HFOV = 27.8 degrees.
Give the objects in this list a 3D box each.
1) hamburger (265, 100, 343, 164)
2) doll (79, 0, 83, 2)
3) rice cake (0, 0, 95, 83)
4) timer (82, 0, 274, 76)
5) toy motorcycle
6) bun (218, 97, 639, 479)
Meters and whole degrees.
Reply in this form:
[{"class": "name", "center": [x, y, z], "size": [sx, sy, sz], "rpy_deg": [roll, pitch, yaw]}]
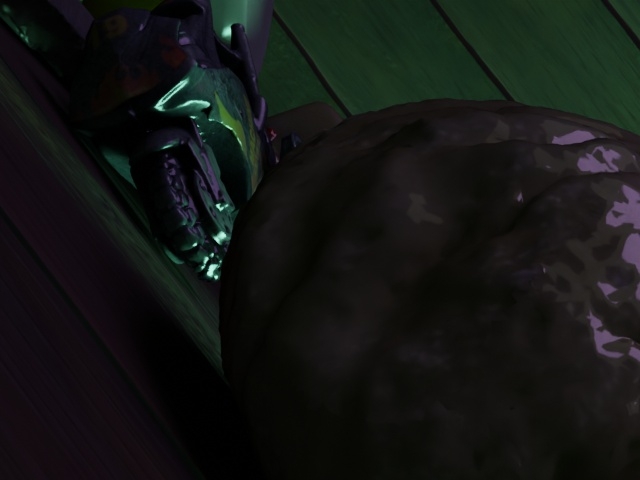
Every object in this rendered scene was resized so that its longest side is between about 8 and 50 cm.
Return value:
[{"class": "hamburger", "center": [0.000, 0.000, 1.324], "size": [0.302, 0.170, 0.302], "rpy_deg": [58, 0, 0]}, {"class": "doll", "center": [-0.249, -0.247, 1.089], "size": [0.150, 0.077, 0.115], "rpy_deg": [41, -15, 21]}, {"class": "rice cake", "center": [-0.185, -0.150, 0.923], "size": [0.270, 0.049, 0.055], "rpy_deg": [52, 23, -75]}, {"class": "timer", "center": [-0.189, -0.275, 1.327], "size": [0.285, 0.285, 0.285], "rpy_deg": [53, 0, 0]}, {"class": "toy motorcycle", "center": [-0.090, -0.086, 0.876], "size": [0.173, 0.108, 0.307], "rpy_deg": [61, 11, -16]}, {"class": "bun", "center": [0.113, 0.096, 0.557], "size": [0.352, 0.227, 0.349], "rpy_deg": [55, -1, 40]}]
